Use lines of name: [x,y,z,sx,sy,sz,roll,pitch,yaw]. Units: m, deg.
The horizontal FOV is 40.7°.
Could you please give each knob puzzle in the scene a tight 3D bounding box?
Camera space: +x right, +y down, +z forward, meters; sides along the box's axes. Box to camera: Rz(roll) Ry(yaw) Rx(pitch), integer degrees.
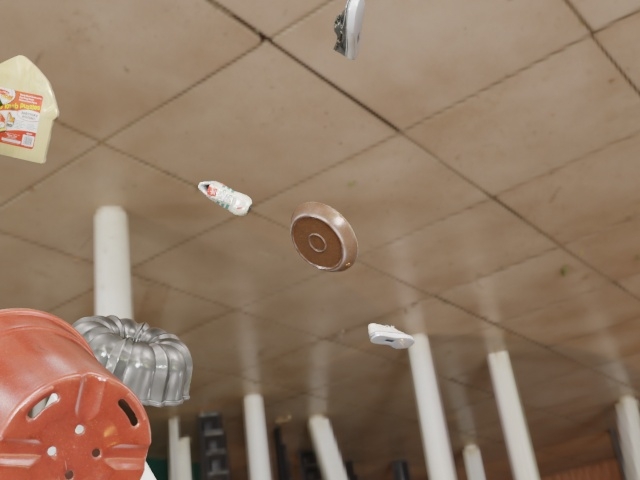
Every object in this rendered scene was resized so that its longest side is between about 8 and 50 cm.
knob puzzle: [-0.587,-0.259,1.664,0.213,0.213,0.030,-14,177,13]

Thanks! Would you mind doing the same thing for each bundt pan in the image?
bundt pan: [-0.446,0.265,2.006,0.331,0.124,0.331,17,-174,-2]

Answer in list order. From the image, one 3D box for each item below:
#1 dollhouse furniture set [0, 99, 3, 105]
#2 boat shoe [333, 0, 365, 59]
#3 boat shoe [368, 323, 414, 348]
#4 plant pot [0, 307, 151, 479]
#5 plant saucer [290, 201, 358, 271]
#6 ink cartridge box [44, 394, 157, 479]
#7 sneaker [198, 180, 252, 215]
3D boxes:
dollhouse furniture set: [-0.611,-0.291,1.480,0.059,0.151,0.076,-27,-178,-8]
boat shoe: [0.040,-0.321,1.303,0.040,0.049,0.142,19,160,7]
boat shoe: [0.120,0.160,1.476,0.100,0.035,0.035,13,136,-36]
plant pot: [-0.373,0.247,1.150,0.272,0.272,0.265,14,178,-37]
plant saucer: [0.000,0.000,1.795,0.029,0.168,0.168,-43,-178,-43]
ink cartridge box: [-0.553,0.523,2.099,0.129,0.307,0.223,-19,157,-42]
sneaker: [-0.240,-0.106,2.131,0.075,0.161,0.057,12,104,-49]
